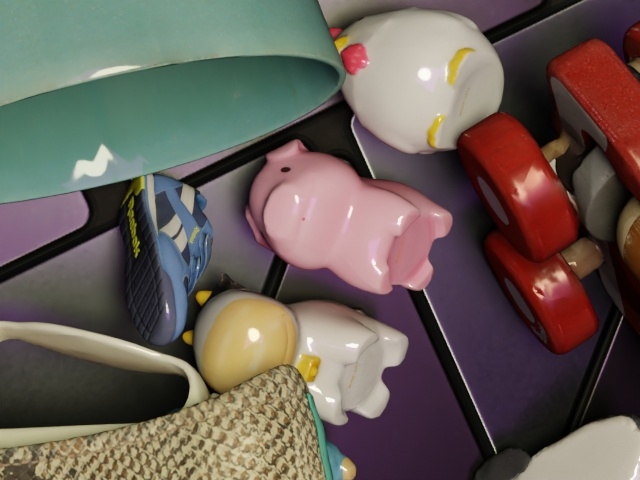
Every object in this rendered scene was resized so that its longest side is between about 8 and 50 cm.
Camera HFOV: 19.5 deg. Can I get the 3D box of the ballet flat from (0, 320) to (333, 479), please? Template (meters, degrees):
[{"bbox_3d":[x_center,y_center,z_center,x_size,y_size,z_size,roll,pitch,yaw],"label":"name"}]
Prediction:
[{"bbox_3d":[-0.227,0.145,1.187,0.482,0.164,0.182,-6,79,11],"label":"ballet flat"}]

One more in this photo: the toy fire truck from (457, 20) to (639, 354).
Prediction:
[{"bbox_3d":[0.230,0.015,1.195,0.169,0.254,0.302,-32,147,-5],"label":"toy fire truck"}]

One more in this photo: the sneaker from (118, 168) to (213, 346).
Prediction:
[{"bbox_3d":[-0.096,0.010,1.222,0.059,0.144,0.053,15,133,-24],"label":"sneaker"}]

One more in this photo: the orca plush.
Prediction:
[{"bbox_3d":[0.165,0.252,1.335,0.102,0.151,0.287,25,92,-46],"label":"orca plush"}]

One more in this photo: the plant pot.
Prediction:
[{"bbox_3d":[-0.154,-0.171,1.102,0.293,0.293,0.235,-13,82,-9],"label":"plant pot"}]

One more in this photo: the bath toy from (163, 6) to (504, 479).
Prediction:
[{"bbox_3d":[0.000,0.000,1.246,0.151,0.129,0.348,10,104,-58],"label":"bath toy"}]
